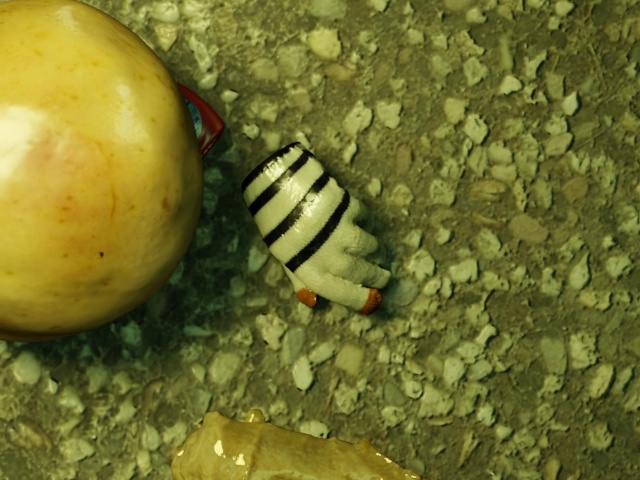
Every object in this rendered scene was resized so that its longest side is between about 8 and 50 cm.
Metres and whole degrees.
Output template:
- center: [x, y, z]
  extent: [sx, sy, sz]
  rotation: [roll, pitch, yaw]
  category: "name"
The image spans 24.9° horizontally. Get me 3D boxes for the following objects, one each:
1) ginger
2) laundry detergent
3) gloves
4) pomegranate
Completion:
- center: [-0.007, 0.304, 1.773]
  extent: [0.354, 0.126, 0.189]
  rotation: [2, 83, 0]
  category: "ginger"
- center: [-0.207, -0.163, 1.823]
  extent: [0.165, 0.049, 0.097]
  rotation: [39, 91, 2]
  category: "laundry detergent"
- center: [0.001, -0.004, 1.786]
  extent: [0.140, 0.131, 0.218]
  rotation: [-36, 80, 0]
  category: "gloves"
- center: [-0.309, -0.084, 1.658]
  extent: [0.412, 0.411, 0.411]
  rotation: [0, 88, -2]
  category: "pomegranate"
